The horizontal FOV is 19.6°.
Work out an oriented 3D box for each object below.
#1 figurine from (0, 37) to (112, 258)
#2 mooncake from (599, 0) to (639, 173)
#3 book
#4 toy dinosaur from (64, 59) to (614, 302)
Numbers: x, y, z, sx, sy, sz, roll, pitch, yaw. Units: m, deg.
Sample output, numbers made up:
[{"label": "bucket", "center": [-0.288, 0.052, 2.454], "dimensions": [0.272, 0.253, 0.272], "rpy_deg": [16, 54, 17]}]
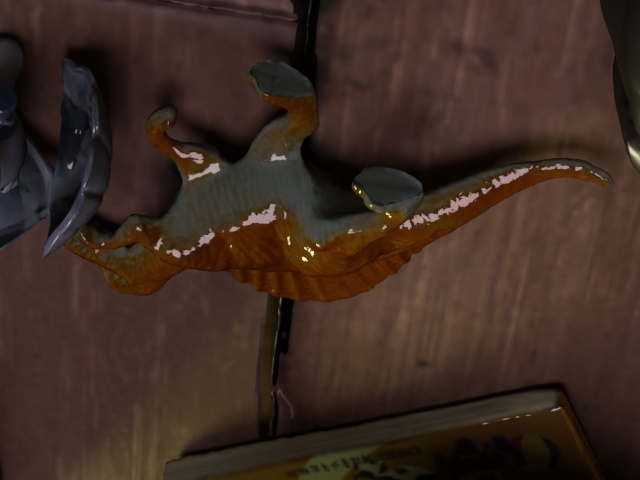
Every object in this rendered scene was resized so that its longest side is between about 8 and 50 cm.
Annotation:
[{"label": "figurine", "center": [-0.125, -0.037, 0.739], "dimensions": [0.082, 0.094, 0.086], "rpy_deg": [10, 159, -20]}, {"label": "mooncake", "center": [0.230, -0.082, 0.593], "dimensions": [0.283, 0.141, 0.283], "rpy_deg": [1, 126, 1]}, {"label": "book", "center": [0.073, 0.197, 0.946], "dimensions": [0.208, 0.020, 0.295], "rpy_deg": [-14, 126, 21]}, {"label": "toy dinosaur", "center": [-0.002, 0.000, 0.768], "dimensions": [0.212, 0.057, 0.142], "rpy_deg": [17, 143, -2]}]
